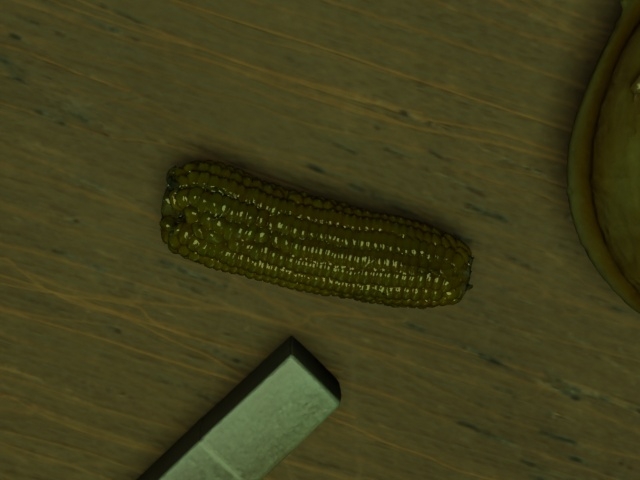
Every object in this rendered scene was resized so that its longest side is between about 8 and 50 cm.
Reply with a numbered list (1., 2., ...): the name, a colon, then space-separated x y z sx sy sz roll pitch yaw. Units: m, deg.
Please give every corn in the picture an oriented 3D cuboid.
1. corn: -0.002 0.004 1.776 0.313 0.102 0.102 16 102 -4

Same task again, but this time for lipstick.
1. lipstick: -0.136 0.251 1.841 0.371 0.080 0.076 -43 99 8

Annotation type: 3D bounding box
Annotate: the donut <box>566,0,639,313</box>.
1. donut: 0.443 -0.094 1.714 0.449 0.198 0.449 0 102 2
